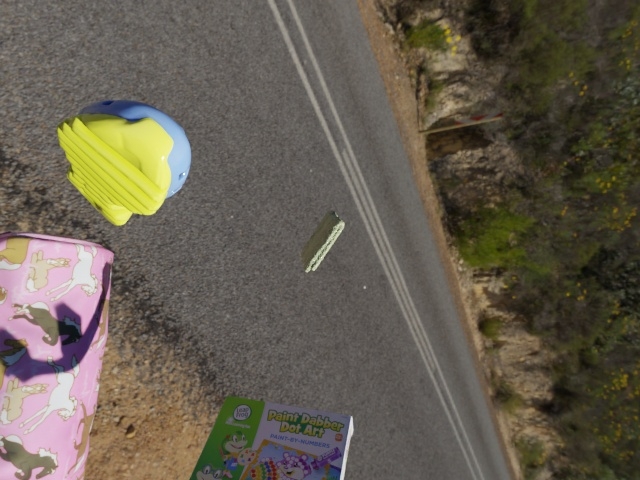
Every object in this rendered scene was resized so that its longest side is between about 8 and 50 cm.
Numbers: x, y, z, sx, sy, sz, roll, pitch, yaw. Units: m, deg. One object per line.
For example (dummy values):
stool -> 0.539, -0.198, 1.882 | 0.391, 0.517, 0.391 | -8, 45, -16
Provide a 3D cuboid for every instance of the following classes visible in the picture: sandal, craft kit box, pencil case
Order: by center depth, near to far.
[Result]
sandal -> -0.223, -0.107, 0.491 | 0.138, 0.317, 0.126 | -47, 115, -24
pencil case -> -0.397, 0.184, 0.547 | 0.160, 0.167, 0.386 | 97, -4, -83
craft kit box -> -0.086, 0.397, 0.668 | 0.247, 0.250, 0.061 | -69, 158, -55

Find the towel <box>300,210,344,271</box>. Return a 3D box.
towel -> 0.000, 0.000, 0.965 | 0.027, 0.148, 0.110 | 32, 10, -21
